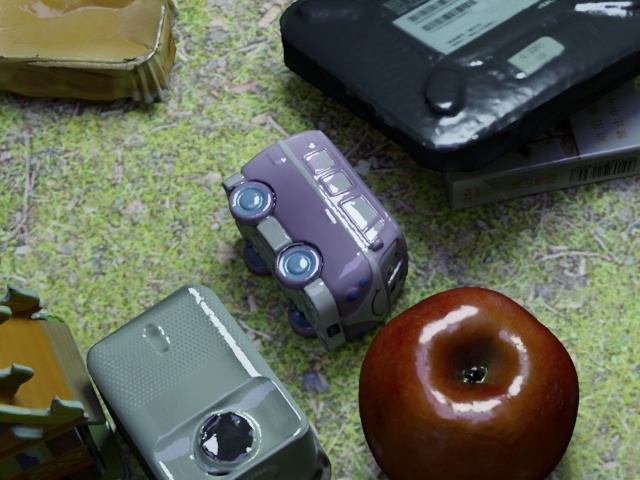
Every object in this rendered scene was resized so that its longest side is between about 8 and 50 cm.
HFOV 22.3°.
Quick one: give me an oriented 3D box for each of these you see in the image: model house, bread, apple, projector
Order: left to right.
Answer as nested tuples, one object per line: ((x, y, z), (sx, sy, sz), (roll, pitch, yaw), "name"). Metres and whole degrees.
((-0.406, 0.163, 1.574), (0.357, 0.313, 0.242), (-22, 59, -6), "model house")
((-0.291, -0.237, 1.904), (0.241, 0.107, 0.136), (3, 63, 7), "bread")
((-0.105, 0.190, 1.604), (0.163, 0.177, 0.242), (-32, 63, -10), "projector")
((0.143, 0.155, 1.590), (0.218, 0.201, 0.218), (1, 62, -3), "apple")

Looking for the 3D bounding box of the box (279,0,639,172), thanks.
((0.172, -0.230, 1.797), (0.359, 0.091, 0.350), (-31, 43, -20), "box")

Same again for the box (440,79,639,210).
((0.240, -0.129, 1.816), (0.233, 0.067, 0.149), (-11, 58, -2), "box")

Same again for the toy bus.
((0.000, 0.000, 1.722), (0.142, 0.142, 0.202), (-31, 62, -11), "toy bus")
